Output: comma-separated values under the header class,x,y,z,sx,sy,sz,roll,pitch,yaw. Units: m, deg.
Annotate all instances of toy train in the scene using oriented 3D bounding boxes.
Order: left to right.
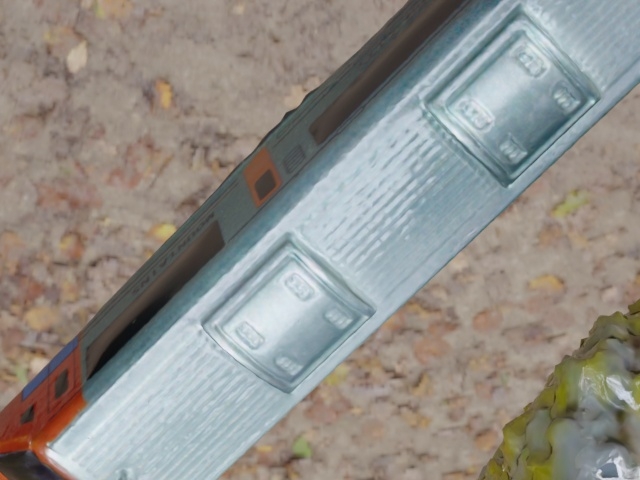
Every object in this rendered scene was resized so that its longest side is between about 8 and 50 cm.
class,x,y,z,sx,sy,sz,roll,pitch,yaw
toy train,0.000,0.000,0.526,0.409,0.089,0.086,-44,115,8

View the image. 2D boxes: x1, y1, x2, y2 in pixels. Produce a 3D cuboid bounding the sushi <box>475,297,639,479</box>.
class,x,y,z,sx,sy,sz,roll,pitch,yaw
sushi,0.282,0.218,0.695,0.396,0.351,0.240,29,146,10
